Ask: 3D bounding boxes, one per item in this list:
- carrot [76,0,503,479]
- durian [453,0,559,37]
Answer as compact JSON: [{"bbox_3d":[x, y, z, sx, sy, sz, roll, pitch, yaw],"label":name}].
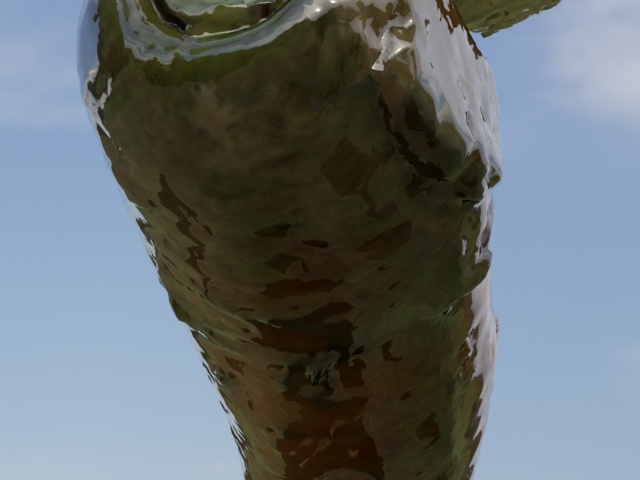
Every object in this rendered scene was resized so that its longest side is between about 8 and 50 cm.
[{"bbox_3d":[0.000,0.000,0.663,0.139,0.138,0.302,2,-38,7],"label":"carrot"},{"bbox_3d":[0.114,-0.179,0.901,0.138,0.183,0.250,48,-36,-16],"label":"durian"}]
